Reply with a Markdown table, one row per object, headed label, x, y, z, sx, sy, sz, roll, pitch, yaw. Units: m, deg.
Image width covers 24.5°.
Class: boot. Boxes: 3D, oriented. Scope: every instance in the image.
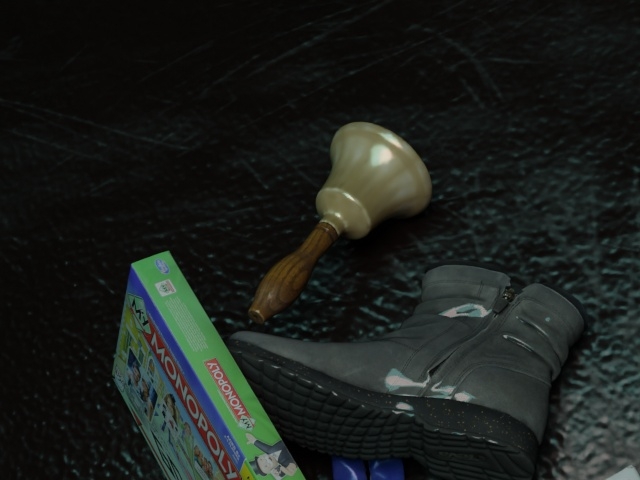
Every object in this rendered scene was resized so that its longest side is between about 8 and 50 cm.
| label | x | y | z | sx | sy | sz | roll | pitch | yaw |
| --- | --- | --- | --- | --- | --- | --- | --- | --- | --- |
| boot | 0.082 | 0.109 | 1.477 | 0.338 | 0.118 | 0.223 | 17 | 51 | 8 |

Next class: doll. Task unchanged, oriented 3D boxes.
| label | x | y | z | sx | sy | sz | roll | pitch | yaw |
| --- | --- | --- | --- | --- | --- | --- | --- | --- | --- |
| doll | 0.035 | 0.193 | 1.503 | 0.129 | 0.046 | 0.189 | -11 | 65 | 5 |

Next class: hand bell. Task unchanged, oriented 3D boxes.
| label | x | y | z | sx | sy | sz | roll | pitch | yaw |
| --- | --- | --- | --- | --- | --- | --- | --- | --- | --- |
| hand bell | 0.000 | 0.000 | 1.504 | 0.126 | 0.126 | 0.242 | 25 | 53 | 22 |

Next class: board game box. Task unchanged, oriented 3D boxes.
| label | x | y | z | sx | sy | sz | roll | pitch | yaw |
| --- | --- | --- | --- | --- | --- | --- | --- | --- | --- |
| board game box | -0.109 | 0.196 | 1.450 | 0.046 | 0.213 | 0.317 | -19 | 60 | -26 |

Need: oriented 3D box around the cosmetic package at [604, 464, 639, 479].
| label | x | y | z | sx | sy | sz | roll | pitch | yaw |
| --- | --- | --- | --- | --- | --- | --- | --- | --- | --- |
| cosmetic package | 0.299 | 0.339 | 1.354 | 0.117 | 0.085 | 0.231 | -30 | 63 | 1 |
